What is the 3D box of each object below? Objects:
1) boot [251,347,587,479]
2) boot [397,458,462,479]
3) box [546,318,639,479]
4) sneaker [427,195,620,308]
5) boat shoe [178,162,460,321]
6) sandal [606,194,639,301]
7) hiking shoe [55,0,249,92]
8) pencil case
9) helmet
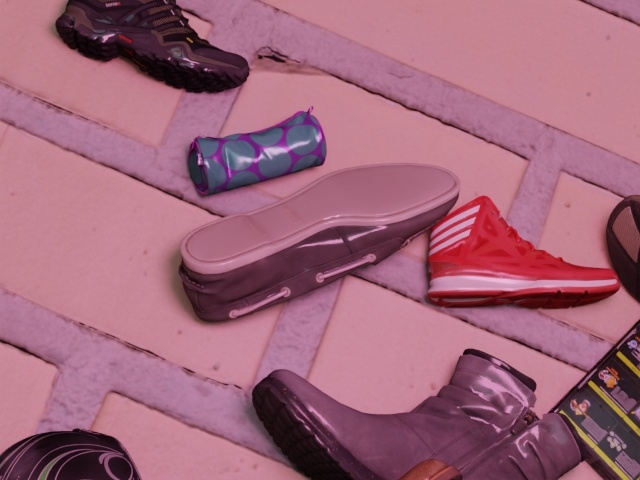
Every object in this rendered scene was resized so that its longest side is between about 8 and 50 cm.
[{"bbox_3d":[0.106,0.198,1.734,0.338,0.118,0.223,41,68,-7],"label":"boot"},{"bbox_3d":[0.005,0.291,1.618,0.305,0.112,0.115,-38,68,20],"label":"boot"},{"bbox_3d":[0.381,0.203,1.802,0.191,0.045,0.184,45,74,5],"label":"box"},{"bbox_3d":[0.229,0.008,1.816,0.221,0.087,0.128,1,74,-10],"label":"sneaker"},{"bbox_3d":[0.000,0.000,1.789,0.335,0.095,0.112,-18,41,-18],"label":"boat shoe"},{"bbox_3d":[0.461,0.048,1.842,0.303,0.120,0.086,32,43,0],"label":"sandal"},{"bbox_3d":[-0.181,-0.248,1.827,0.227,0.086,0.114,19,74,-2],"label":"hiking shoe"},{"bbox_3d":[-0.072,-0.100,1.810,0.151,0.064,0.070,-15,92,-14],"label":"pencil case"},{"bbox_3d":[-0.268,0.278,1.609,0.161,0.169,0.169,-13,75,-30],"label":"helmet"}]
